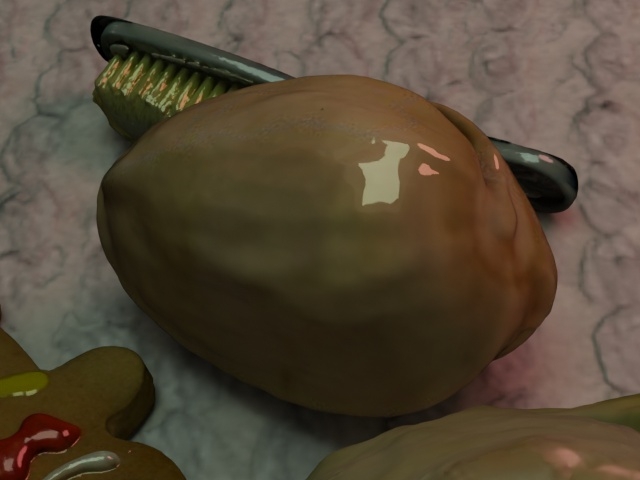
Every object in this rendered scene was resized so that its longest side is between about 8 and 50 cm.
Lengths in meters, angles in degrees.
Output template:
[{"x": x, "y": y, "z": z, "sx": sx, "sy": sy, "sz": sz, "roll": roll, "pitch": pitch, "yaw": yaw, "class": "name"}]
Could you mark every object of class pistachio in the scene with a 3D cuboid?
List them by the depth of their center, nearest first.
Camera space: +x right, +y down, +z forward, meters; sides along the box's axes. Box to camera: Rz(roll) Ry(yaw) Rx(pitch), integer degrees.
[{"x": 0.000, "y": 0.000, "z": 0.909, "sx": 0.229, "sy": 0.157, "sz": 0.157, "roll": 10, "pitch": 43, "yaw": 37, "class": "pistachio"}]

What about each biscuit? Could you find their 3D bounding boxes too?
[{"x": -0.152, "y": 0.092, "z": 0.900, "sx": 0.240, "sy": 0.035, "sz": 0.158, "roll": 27, "pitch": 54, "yaw": 33, "class": "biscuit"}]

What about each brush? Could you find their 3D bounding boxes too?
[{"x": -0.009, "y": -0.051, "z": 1.028, "sx": 0.296, "sy": 0.068, "sz": 0.060, "roll": 18, "pitch": 66, "yaw": 23, "class": "brush"}]

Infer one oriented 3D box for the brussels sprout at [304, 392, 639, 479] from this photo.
[{"x": 0.071, "y": 0.158, "z": 0.612, "sx": 0.273, "sy": 0.316, "sz": 0.243, "roll": 15, "pitch": 60, "yaw": -22, "class": "brussels sprout"}]
